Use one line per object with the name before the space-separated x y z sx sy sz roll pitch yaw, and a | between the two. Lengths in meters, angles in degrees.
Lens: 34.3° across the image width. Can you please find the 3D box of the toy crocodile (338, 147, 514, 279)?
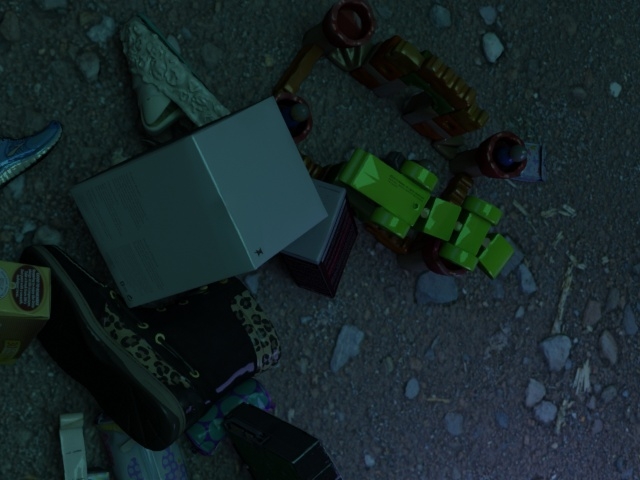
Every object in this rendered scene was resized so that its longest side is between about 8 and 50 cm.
toy crocodile | 0.177 -0.041 1.675 0.341 0.105 0.115 27 88 -20

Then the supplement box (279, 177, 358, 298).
supplement box | 0.000 0.000 1.700 0.073 0.239 0.130 18 76 13

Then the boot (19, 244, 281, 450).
boot | -0.260 0.122 1.609 0.377 0.138 0.284 43 40 20

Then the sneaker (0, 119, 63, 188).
sneaker | -0.466 -0.141 1.586 0.162 0.063 0.073 -39 99 -23

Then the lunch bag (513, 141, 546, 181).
lunch bag | 0.406 -0.151 2.007 0.083 0.053 0.071 6 84 -34

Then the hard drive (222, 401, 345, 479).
hard drive | -0.010 0.420 1.624 0.064 0.237 0.339 -38 113 -23

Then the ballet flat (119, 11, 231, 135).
ballet flat | -0.199 -0.183 1.645 0.409 0.147 0.147 45 68 2

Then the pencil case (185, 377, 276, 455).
pencil case | -0.151 0.288 1.696 0.152 0.064 0.070 -35 78 -23

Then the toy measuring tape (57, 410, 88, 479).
toy measuring tape | -0.338 0.417 1.500 0.121 0.121 0.330 -4 88 -26

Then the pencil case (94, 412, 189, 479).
pencil case | -0.254 0.378 1.609 0.114 0.124 0.273 -20 95 -26

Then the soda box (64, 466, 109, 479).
soda box | -0.355 0.443 1.588 0.058 0.063 0.183 0 86 -26

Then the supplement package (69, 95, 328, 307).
supplement package | -0.174 -0.054 1.495 0.198 0.263 0.199 -37 105 -51

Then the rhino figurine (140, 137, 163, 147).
rhino figurine | -0.219 -0.065 1.691 0.106 0.073 0.243 -38 100 -27

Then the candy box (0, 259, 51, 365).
candy box | -0.555 0.088 1.436 0.317 0.183 0.087 12 57 -29

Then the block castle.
block castle | 0.125 -0.172 1.786 0.453 0.213 0.303 38 71 -18
